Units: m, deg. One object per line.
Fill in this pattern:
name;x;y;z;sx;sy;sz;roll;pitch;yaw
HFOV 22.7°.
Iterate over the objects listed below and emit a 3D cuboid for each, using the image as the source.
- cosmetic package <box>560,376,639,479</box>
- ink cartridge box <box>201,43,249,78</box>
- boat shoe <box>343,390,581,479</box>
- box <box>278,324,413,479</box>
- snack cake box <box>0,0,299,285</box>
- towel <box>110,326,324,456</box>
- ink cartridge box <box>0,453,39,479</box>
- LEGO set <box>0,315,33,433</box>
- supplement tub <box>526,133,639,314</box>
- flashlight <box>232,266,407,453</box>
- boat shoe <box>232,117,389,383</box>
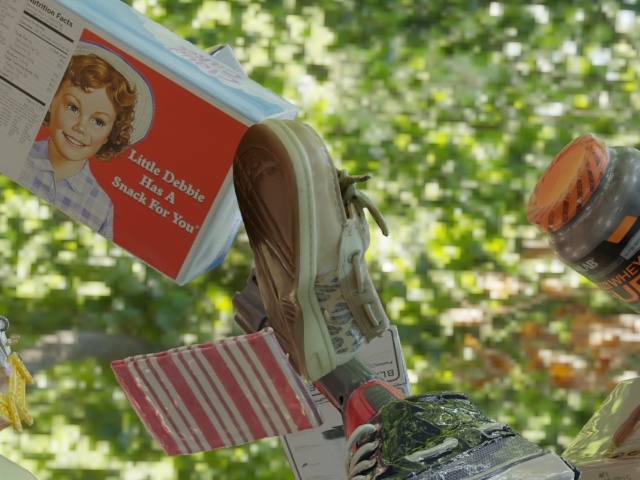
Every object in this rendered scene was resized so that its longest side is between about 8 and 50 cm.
cosmetic package;0.396;0.277;1.914;0.296;0.129;0.153;-35;108;-59
ink cartridge box;-0.065;-0.071;1.449;0.224;0.045;0.223;56;-11;-11
boat shoe;0.052;0.225;1.334;0.158;0.341;0.127;35;-58;38
box;0.040;0.231;1.949;0.290;0.169;0.087;72;8;-51
snack cake box;-0.169;-0.101;1.245;0.152;0.264;0.089;-62;169;20
towel;-0.110;0.161;1.703;0.029;0.197;0.144;-81;152;-49
ink cartridge box;-0.312;0.344;1.123;0.279;0.160;0.384;30;-100;45
LEGO set;-0.410;0.181;1.820;0.287;0.107;0.132;-83;148;-80
supplement tub;0.462;-0.004;2.263;0.193;0.316;0.193;-54;-168;16
flashlight;0.016;0.156;1.733;0.103;0.103;0.304;-52;-128;6
boat shoe;0.000;0.000;1.162;0.104;0.089;0.285;60;-13;29
